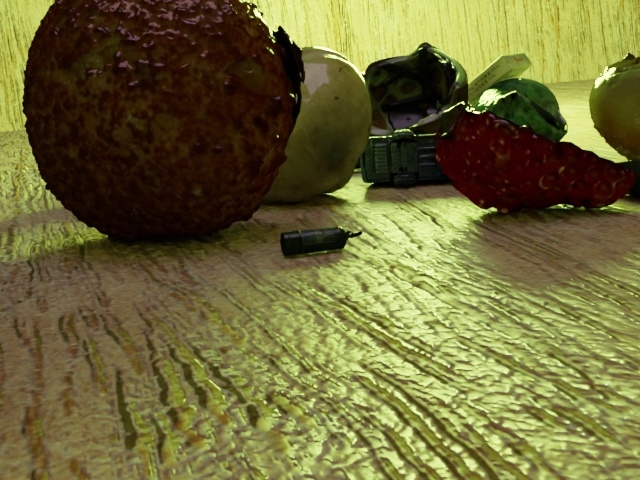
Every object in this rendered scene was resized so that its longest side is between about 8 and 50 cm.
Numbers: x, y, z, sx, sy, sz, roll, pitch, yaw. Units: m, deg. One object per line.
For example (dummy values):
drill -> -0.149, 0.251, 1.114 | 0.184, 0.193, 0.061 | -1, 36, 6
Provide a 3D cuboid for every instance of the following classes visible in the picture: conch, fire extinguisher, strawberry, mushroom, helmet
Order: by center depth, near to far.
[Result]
fire extinguisher -> 0.000, 0.000, 0.991 | 0.083, 0.025, 0.038 | -7, -11, -14
strawberry -> 0.244, -0.077, 1.122 | 0.236, 0.111, 0.190 | 22, 7, 10
mushroom -> -0.034, -0.160, 1.334 | 0.184, 0.255, 0.255 | 30, -6, -30
conch -> 0.347, -0.208, 1.623 | 0.176, 0.122, 0.188 | 19, 25, 27
helmet -> 0.160, -0.226, 1.655 | 0.224, 0.130, 0.198 | -30, 47, 5

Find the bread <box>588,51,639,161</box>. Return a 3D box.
bread -> 0.487, -0.188, 1.357 | 0.192, 0.171, 0.314 | -5, 11, 7

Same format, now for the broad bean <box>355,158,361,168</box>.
broad bean -> 0.056, -0.130, 1.518 | 0.292, 0.049, 0.144 | -6, 15, -12

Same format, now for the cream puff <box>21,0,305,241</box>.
cream puff -> -0.198, -0.146, 1.078 | 0.350, 0.350, 0.228 | 1, 20, 21

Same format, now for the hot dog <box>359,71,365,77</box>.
hot dog -> 0.111, -0.263, 1.923 | 0.257, 0.150, 0.153 | 4, 4, 35

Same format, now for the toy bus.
toy bus -> 0.179, -0.120, 1.388 | 0.236, 0.079, 0.094 | -3, -4, 6

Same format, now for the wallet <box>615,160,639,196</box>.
wallet -> 0.458, -0.066, 1.108 | 0.149, 0.044, 0.250 | -4, 11, -18

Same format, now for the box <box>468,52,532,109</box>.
box -> 0.273, -0.257, 1.755 | 0.245, 0.035, 0.139 | -39, -7, 31
